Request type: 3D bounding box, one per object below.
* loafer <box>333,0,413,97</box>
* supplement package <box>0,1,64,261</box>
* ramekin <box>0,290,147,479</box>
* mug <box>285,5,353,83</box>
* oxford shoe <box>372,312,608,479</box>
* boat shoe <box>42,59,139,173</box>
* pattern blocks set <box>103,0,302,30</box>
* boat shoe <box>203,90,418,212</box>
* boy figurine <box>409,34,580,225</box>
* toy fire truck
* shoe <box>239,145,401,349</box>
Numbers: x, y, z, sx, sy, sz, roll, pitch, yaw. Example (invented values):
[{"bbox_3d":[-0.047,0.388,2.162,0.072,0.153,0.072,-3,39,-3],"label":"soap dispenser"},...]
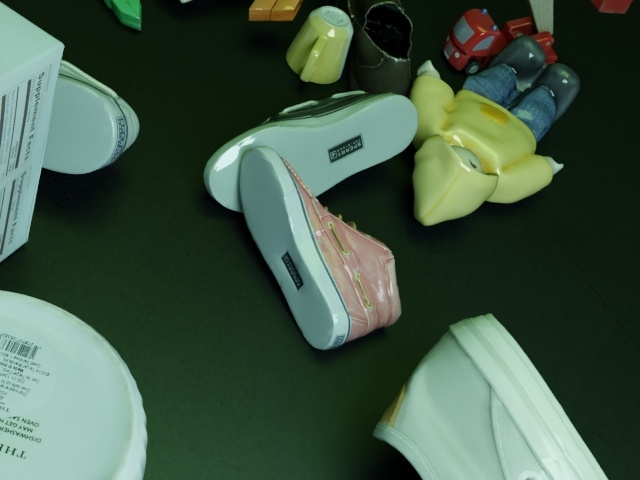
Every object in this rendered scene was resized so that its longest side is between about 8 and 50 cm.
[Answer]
[{"bbox_3d":[0.069,-0.227,1.043,0.080,0.078,0.220,8,47,-19],"label":"loafer"},{"bbox_3d":[-0.329,-0.045,0.592,0.199,0.198,0.262,34,44,7],"label":"supplement package"},{"bbox_3d":[-0.199,0.125,0.562,0.207,0.109,0.207,13,45,-14],"label":"ramekin"},{"bbox_3d":[0.005,-0.200,0.997,0.062,0.064,0.078,3,49,-25],"label":"mug"},{"bbox_3d":[0.175,0.260,0.617,0.130,0.169,0.449,-32,71,2],"label":"oxford shoe"},{"bbox_3d":[-0.273,-0.128,0.780,0.267,0.096,0.088,16,13,4],"label":"boat shoe"},{"bbox_3d":[-0.111,-0.336,1.032,0.285,0.026,0.325,41,62,16],"label":"pattern blocks set"},{"bbox_3d":[-0.015,-0.084,0.882,0.219,0.078,0.070,-21,28,-29],"label":"boat shoe"},{"bbox_3d":[0.158,-0.111,0.971,0.177,0.092,0.285,42,42,5],"label":"boy figurine"},{"bbox_3d":[0.247,-0.252,1.112,0.192,0.135,0.047,-2,51,-28],"label":"toy fire truck"},{"bbox_3d":[0.000,0.000,0.800,0.081,0.063,0.178,-13,71,-38],"label":"shoe"}]
